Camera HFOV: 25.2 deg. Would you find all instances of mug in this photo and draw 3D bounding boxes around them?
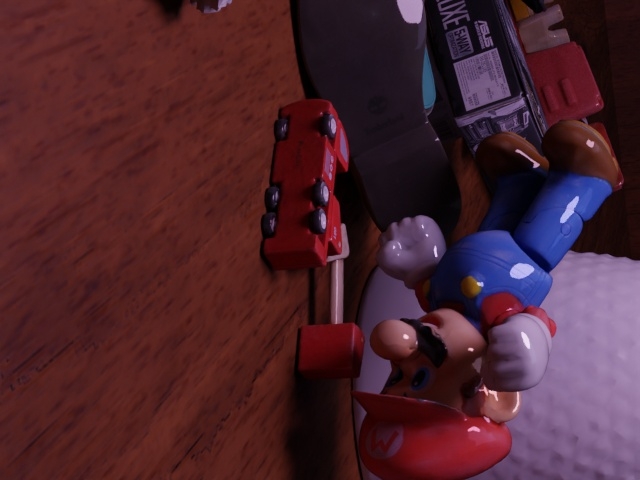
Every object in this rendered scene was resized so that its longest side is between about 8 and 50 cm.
[{"bbox_3d":[0.237,0.185,1.361,0.276,0.328,0.374,-65,146,-55],"label":"mug"}]

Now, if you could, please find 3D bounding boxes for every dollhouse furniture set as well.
[{"bbox_3d":[0.261,-0.231,1.876,0.201,0.152,0.374,58,16,-53],"label":"dollhouse furniture set"}]

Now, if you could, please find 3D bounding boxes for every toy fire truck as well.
[{"bbox_3d":[0.000,0.000,1.139,0.135,0.047,0.192,58,32,-55],"label":"toy fire truck"}]

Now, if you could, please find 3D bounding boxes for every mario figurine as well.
[{"bbox_3d":[0.110,0.039,1.120,0.198,0.170,0.320,97,19,-67],"label":"mario figurine"}]

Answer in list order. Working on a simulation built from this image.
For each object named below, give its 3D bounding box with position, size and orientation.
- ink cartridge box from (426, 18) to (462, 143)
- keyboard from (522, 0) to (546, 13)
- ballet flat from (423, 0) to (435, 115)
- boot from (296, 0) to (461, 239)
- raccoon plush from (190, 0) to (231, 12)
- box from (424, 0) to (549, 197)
[{"bbox_3d":[0.106,-0.213,1.541,0.145,0.045,0.179,50,22,-59],"label":"ink cartridge box"},{"bbox_3d":[0.153,-0.394,1.551,0.201,0.033,0.317,54,-1,45],"label":"keyboard"},{"bbox_3d":[0.064,-0.215,1.353,0.072,0.068,0.213,-3,88,-40],"label":"ballet flat"},{"bbox_3d":[0.037,-0.145,1.253,0.115,0.112,0.305,-131,-155,-70],"label":"boot"},{"bbox_3d":[0.053,-0.371,0.981,0.216,0.299,0.446,20,67,-70],"label":"raccoon plush"},{"bbox_3d":[0.174,-0.192,1.522,0.242,0.076,0.307,53,21,-54],"label":"box"}]
